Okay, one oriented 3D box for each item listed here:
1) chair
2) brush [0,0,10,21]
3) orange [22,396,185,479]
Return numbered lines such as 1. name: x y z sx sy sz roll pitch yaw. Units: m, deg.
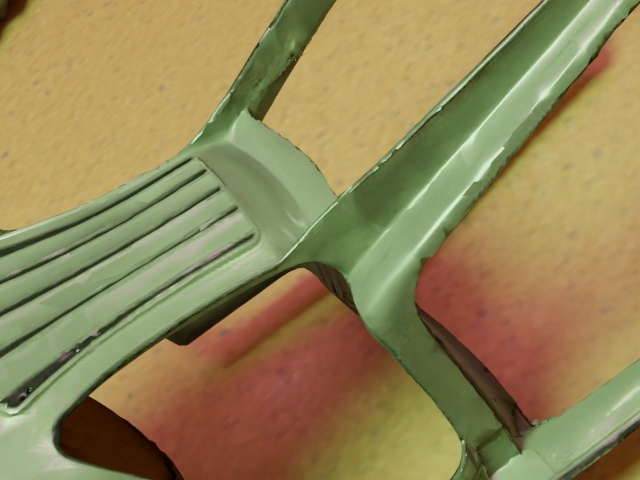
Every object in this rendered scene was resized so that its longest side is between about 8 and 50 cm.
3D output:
1. chair: 0.000 0.000 0.584 0.275 0.190 0.203 -45 40 0
2. brush: -0.177 -0.219 1.017 0.071 0.084 0.301 0 46 37
3. orange: -0.116 0.117 0.598 0.156 0.156 0.134 34 117 49
